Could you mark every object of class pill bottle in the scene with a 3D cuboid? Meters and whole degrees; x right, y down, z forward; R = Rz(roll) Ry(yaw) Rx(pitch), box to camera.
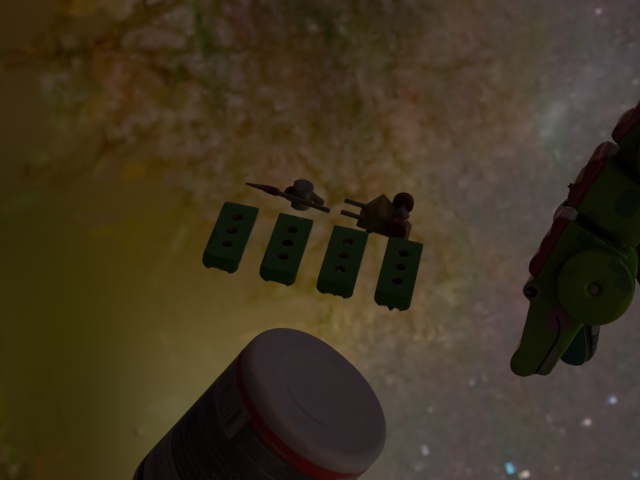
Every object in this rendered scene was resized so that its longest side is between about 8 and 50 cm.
[{"bbox_3d":[-0.081,0.231,1.358,0.283,0.161,0.161,-48,-134,28],"label":"pill bottle"}]

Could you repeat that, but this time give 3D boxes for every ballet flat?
[{"bbox_3d":[0.301,0.064,1.642,0.188,0.070,0.070,88,-17,-46],"label":"ballet flat"}]

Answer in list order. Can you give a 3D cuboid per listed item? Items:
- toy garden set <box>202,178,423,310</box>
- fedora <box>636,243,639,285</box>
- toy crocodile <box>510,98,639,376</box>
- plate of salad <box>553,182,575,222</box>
[{"bbox_3d":[0.000,0.000,1.689,0.204,0.244,0.049,-73,174,-52],"label":"toy garden set"},{"bbox_3d":[0.383,0.017,1.334,0.079,0.194,0.194,-33,110,-64],"label":"fedora"},{"bbox_3d":[0.248,-0.031,1.176,0.341,0.105,0.115,-61,173,23],"label":"toy crocodile"},{"bbox_3d":[0.353,-0.055,1.557,0.200,0.199,0.048,-133,-158,-69],"label":"plate of salad"}]
